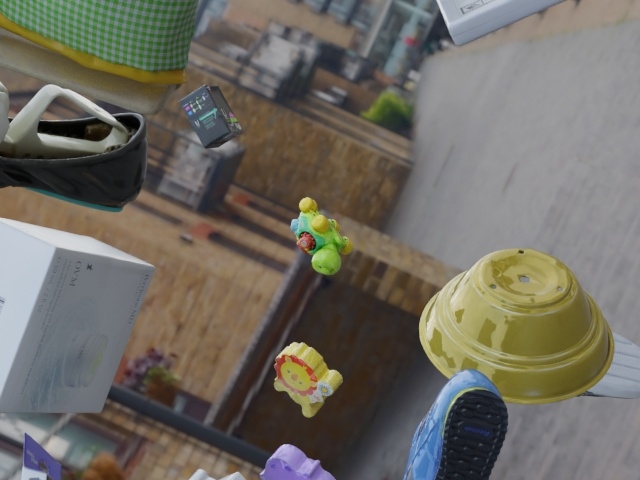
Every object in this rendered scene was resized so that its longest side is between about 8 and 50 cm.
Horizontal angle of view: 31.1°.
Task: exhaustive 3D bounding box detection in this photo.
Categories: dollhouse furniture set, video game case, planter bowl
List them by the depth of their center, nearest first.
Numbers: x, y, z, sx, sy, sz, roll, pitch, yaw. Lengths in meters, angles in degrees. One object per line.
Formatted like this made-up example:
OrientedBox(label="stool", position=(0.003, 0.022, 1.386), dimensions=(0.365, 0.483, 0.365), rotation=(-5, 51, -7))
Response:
OrientedBox(label="dollhouse furniture set", position=(-0.233, -0.174, 0.739), dimensions=(0.197, 0.301, 0.151), rotation=(106, -177, -45))
OrientedBox(label="video game case", position=(0.197, -0.231, 0.946), dimensions=(0.212, 0.023, 0.193), rotation=(-23, 22, 10))
OrientedBox(label="planter bowl", position=(0.220, 0.072, 1.265), dimensions=(0.217, 0.217, 0.090), rotation=(-65, -19, -49))

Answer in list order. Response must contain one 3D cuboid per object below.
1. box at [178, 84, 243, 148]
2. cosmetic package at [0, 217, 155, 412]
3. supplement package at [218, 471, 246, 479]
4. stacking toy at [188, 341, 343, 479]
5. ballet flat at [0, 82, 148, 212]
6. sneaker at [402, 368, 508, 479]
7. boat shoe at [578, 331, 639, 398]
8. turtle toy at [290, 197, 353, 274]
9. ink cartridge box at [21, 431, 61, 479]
OrientedBox(label="box", position=(-0.165, -0.188, 1.745), dimensions=(0.052, 0.083, 0.062), rotation=(-30, -3, 16))
OrientedBox(label="cosmetic package", position=(-0.366, 0.104, 1.537), dimensions=(0.224, 0.138, 0.224), rotation=(16, -84, -64))
OrientedBox(label="supplement package", position=(-0.152, 0.402, 1.299), dimensions=(0.244, 0.134, 0.139), rotation=(-44, 4, -33))
OrientedBox(label="stacking toy", position=(0.016, 0.196, 0.821), dimensions=(0.052, 0.221, 0.167), rotation=(-49, -2, 43))
OrientedBox(label="ballet flat", position=(-0.247, -0.083, 0.893), dimensions=(0.280, 0.095, 0.096), rotation=(1, -58, -51))
OrientedBox(label="sneaker", position=(0.105, 0.214, 1.026), dimensions=(0.082, 0.069, 0.209), rotation=(-126, 57, -78))
OrientedBox(label="boat shoe", position=(0.397, 0.212, 1.950), dimensions=(0.119, 0.335, 0.121), rotation=(94, -168, -47))
OrientedBox(label="turtle toy", position=(0.000, 0.000, 1.768), dimensions=(0.066, 0.095, 0.130), rotation=(-41, 43, 7))
OrientedBox(label="ink cartridge box", position=(-0.375, 0.391, 1.601), dimensions=(0.206, 0.045, 0.208), rotation=(84, -176, -67))
